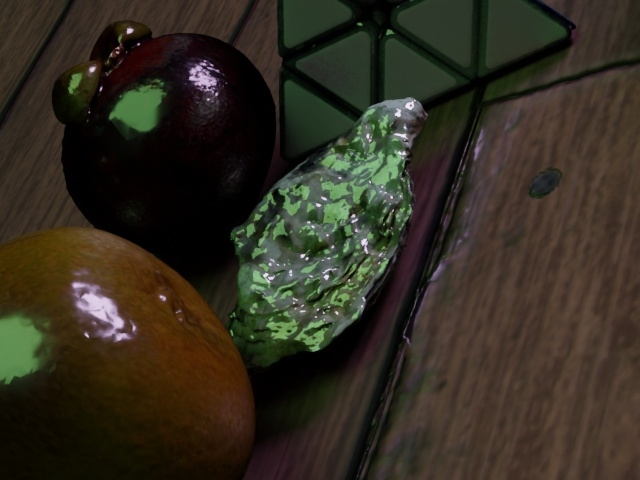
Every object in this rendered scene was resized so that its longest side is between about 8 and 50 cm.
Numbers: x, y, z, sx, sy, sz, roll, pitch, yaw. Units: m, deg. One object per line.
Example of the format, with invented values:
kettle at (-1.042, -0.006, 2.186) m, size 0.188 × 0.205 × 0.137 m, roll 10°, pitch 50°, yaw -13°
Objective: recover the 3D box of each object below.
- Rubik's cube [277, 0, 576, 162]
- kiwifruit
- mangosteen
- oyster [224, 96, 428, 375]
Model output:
Rubik's cube at (0.048, -0.181, 0.977) m, size 0.190 × 0.178 × 0.211 m, roll 2°, pitch 53°, yaw 44°
kiwifruit at (-0.151, 0.107, 0.822) m, size 0.234 × 0.196 × 0.196 m, roll -41°, pitch 32°, yaw 8°
mangosteen at (-0.104, -0.068, 1.019) m, size 0.152 × 0.152 × 0.152 m, roll -27°, pitch 34°, yaw 21°
oyster at (0.000, 0.000, 0.914) m, size 0.125 × 0.064 × 0.177 m, roll -9°, pitch 46°, yaw 35°
